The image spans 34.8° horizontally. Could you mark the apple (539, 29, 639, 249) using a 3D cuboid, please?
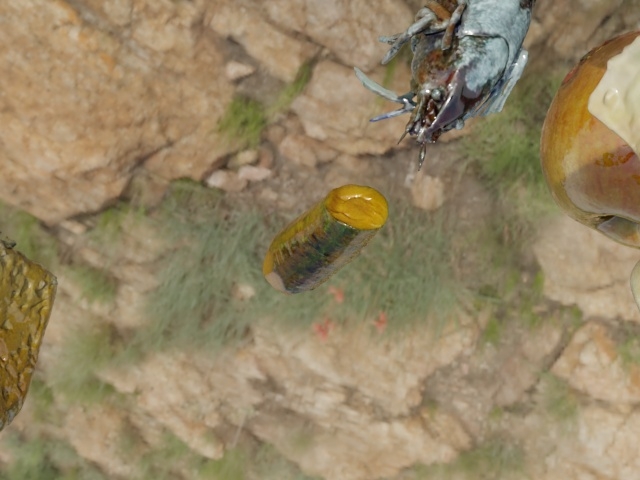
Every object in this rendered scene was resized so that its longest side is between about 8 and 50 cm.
[{"bbox_3d":[0.549,-0.147,1.674,0.400,0.333,0.400,36,-175,-4],"label":"apple"}]

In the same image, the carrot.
[{"bbox_3d":[0.000,0.000,1.144,0.082,0.082,0.173,30,135,-15],"label":"carrot"}]

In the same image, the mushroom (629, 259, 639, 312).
[{"bbox_3d":[0.682,0.132,1.895,0.254,0.260,0.234,43,137,15],"label":"mushroom"}]

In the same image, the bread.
[{"bbox_3d":[-0.431,0.096,1.182,0.176,0.246,0.195,6,162,22],"label":"bread"}]

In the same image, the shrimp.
[{"bbox_3d":[0.172,-0.255,1.142,0.221,0.410,0.166,44,165,-30],"label":"shrimp"}]

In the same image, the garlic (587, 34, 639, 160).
[{"bbox_3d":[0.256,-0.088,0.559,0.164,0.245,0.145,6,104,32],"label":"garlic"}]
